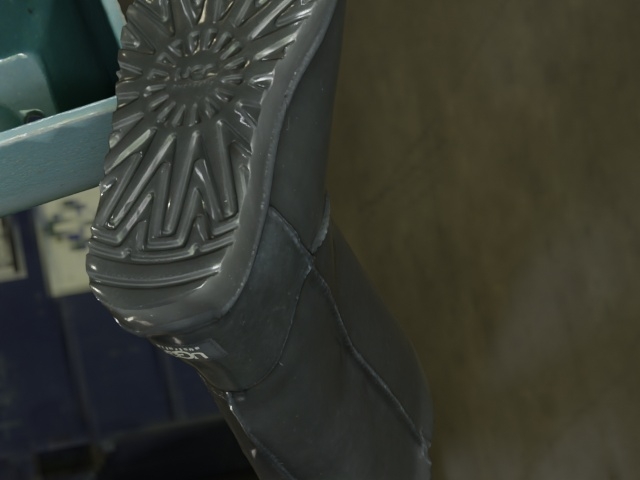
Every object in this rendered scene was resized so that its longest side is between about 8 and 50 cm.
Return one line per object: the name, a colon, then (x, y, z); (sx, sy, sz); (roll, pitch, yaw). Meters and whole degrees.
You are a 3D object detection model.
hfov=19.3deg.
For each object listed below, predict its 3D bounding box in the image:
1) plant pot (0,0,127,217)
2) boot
plant pot: (-0.284, -0.130, 1.503); (0.252, 0.248, 0.247); (98, 152, -69)
boot: (-0.001, 0.002, 1.396); (0.445, 0.146, 0.367); (54, -133, -51)
